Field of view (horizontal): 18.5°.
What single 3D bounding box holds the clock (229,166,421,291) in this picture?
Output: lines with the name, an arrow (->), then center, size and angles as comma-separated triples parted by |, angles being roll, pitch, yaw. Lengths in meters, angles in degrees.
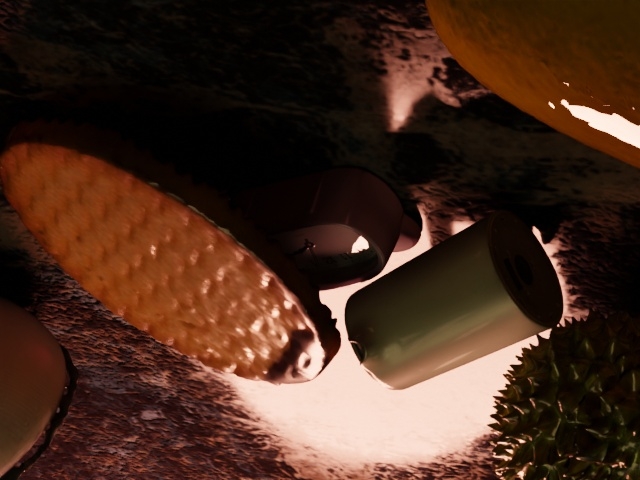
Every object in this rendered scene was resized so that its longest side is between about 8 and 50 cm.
clock -> 0.000, 0.000, 1.559 | 0.152, 0.050, 0.110 | -12, 140, 39

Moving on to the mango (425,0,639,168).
mango -> 0.270, -0.116, 1.078 | 0.445, 0.221, 0.301 | 16, 173, 21

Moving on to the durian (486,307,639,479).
durian -> 0.268, 0.164, 1.538 | 0.291, 0.225, 0.291 | 30, 150, 20

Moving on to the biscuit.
biscuit -> -0.123, 0.011, 1.571 | 0.318, 0.040, 0.318 | 27, 156, 13

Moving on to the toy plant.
toy plant -> -0.396, 0.067, 1.717 | 0.247, 0.247, 0.332 | -6, 137, 32

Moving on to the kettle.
kettle -> 0.103, 0.043, 1.522 | 0.148, 0.127, 0.098 | -29, 117, 30
